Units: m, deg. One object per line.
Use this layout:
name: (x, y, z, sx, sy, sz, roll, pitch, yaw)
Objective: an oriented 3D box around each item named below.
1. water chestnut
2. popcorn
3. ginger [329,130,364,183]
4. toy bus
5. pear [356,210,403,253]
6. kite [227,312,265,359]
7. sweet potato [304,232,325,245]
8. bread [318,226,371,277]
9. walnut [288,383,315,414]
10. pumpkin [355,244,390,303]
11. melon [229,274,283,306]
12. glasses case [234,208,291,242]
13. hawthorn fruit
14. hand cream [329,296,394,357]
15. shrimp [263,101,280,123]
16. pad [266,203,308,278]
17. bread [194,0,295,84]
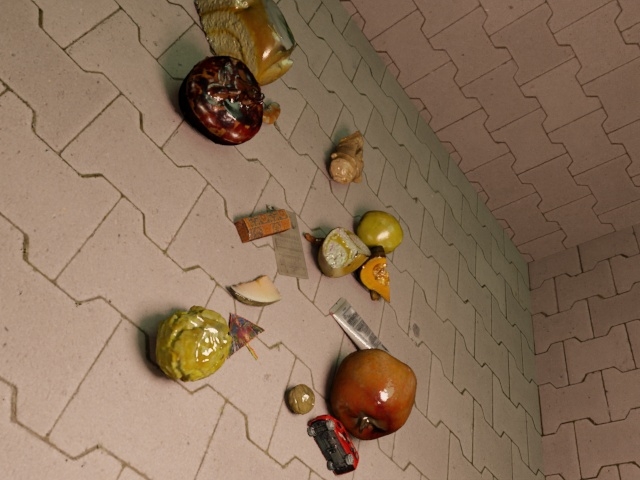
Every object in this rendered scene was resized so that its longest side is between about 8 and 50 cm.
water chestnut: (-0.291, -0.450, 1.828, 0.300, 0.300, 0.299, 33, 44, -39)
popcorn: (-0.317, 0.247, 1.423, 0.198, 0.198, 0.212, 34, 19, -38)
ginger: (0.123, -0.361, 2.482, 0.190, 0.126, 0.353, 38, 42, -26)
toy bus: (0.043, 0.612, 1.749, 0.195, 0.081, 0.089, 61, 23, -5)
pear: (0.244, -0.031, 2.380, 0.198, 0.198, 0.198, 33, 44, -39)
kite: (-0.223, 0.280, 1.664, 0.190, 0.010, 0.159, -30, 95, -56)
sweet potato: (0.003, 0.003, 2.142, 0.179, 0.044, 0.044, 9, 61, -46)
bread: (0.066, 0.053, 2.105, 0.158, 0.156, 0.261, 50, 16, 18)
walnut: (-0.057, 0.473, 1.703, 0.092, 0.092, 0.092, 33, 44, -39)
pumpkin: (0.207, 0.141, 2.269, 0.131, 0.126, 0.247, -107, -176, -62)
melon: (-0.199, 0.162, 1.741, 0.182, 0.054, 0.097, -15, 74, -57)
glasses case: (-0.185, -0.052, 1.897, 0.218, 0.049, 0.075, -18, 83, -54)
hawthorn fruit: (0.159, 0.503, 1.827, 0.267, 0.268, 0.300, 53, 42, -17)
hand cream: (0.161, 0.363, 2.093, 0.340, 0.078, 0.124, 50, 35, 1)
shrimp: (-0.228, -0.518, 2.179, 0.166, 0.049, 0.161, 43, 39, -17)
pad: (-0.113, 0.005, 2.008, 0.160, 0.009, 0.264, 14, 57, -51)
bread: (-0.258, -0.782, 2.116, 0.239, 0.264, 0.395, -32, 96, -53)
